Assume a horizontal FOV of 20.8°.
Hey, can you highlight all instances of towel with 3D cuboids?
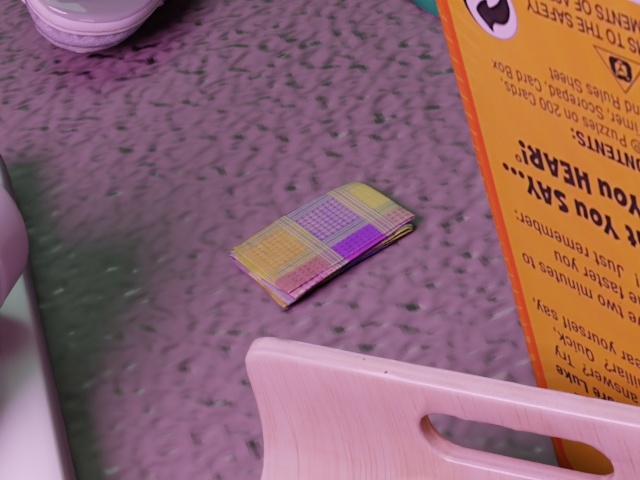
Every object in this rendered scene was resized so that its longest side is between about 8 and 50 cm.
[{"bbox_3d":[0.000,0.000,0.877,0.083,0.009,0.060,-32,39,-20],"label":"towel"}]

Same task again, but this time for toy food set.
[{"bbox_3d":[0.011,0.181,0.534,0.220,0.092,0.306,9,59,31],"label":"toy food set"}]

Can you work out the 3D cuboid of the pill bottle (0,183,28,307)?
[{"bbox_3d":[-0.213,0.054,0.729,0.119,0.119,0.208,2,41,24],"label":"pill bottle"}]

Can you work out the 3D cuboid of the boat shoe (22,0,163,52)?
[{"bbox_3d":[-0.144,-0.220,1.156,0.118,0.103,0.320,0,42,-8],"label":"boat shoe"}]

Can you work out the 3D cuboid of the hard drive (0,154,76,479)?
[{"bbox_3d":[-0.242,0.092,0.828,0.233,0.047,0.353,-20,38,-3],"label":"hard drive"}]

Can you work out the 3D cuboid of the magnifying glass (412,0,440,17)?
[{"bbox_3d":[0.051,-0.180,1.076,0.231,0.026,0.092,21,52,37],"label":"magnifying glass"}]

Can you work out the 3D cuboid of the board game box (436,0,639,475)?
[{"bbox_3d":[0.291,-0.063,0.552,0.356,0.356,0.356,-36,41,-21],"label":"board game box"}]
